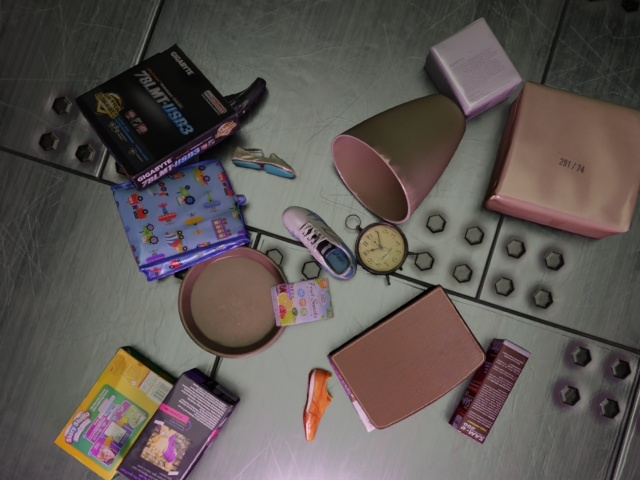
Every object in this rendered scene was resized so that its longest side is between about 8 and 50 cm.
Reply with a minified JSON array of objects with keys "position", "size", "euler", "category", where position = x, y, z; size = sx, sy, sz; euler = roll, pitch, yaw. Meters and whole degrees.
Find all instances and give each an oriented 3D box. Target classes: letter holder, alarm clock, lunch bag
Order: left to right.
[{"position":[-0.321,-0.062,1.865],"size":[0.293,0.138,0.220],"euler":[-20,77,-7],"category":"lunch bag"},{"position":[0.135,0.007,1.900],"size":[0.192,0.064,0.129],"euler":[44,87,3],"category":"alarm clock"},{"position":[0.201,0.272,1.788],"size":[0.302,0.152,0.214],"euler":[-33,85,-2],"category":"letter holder"}]

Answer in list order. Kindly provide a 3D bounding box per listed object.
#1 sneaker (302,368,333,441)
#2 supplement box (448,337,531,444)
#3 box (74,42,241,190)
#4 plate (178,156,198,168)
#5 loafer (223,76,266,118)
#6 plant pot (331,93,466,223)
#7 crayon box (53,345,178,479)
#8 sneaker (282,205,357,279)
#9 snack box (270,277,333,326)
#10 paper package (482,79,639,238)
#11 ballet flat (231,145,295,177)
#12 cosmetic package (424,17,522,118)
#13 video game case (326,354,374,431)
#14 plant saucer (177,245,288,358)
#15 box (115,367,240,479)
[{"position":[-0.005,0.399,1.866],"size":[0.068,0.064,0.175],"euler":[11,87,-8],"category":"sneaker"},{"position":[0.397,0.351,1.827],"size":[0.073,0.130,0.239],"euler":[29,84,3],"category":"supplement box"},{"position":[-0.392,-0.305,1.867],"size":[0.293,0.073,0.295],"euler":[-34,64,-12],"category":"box"},{"position":[-0.399,-0.205,1.953],"size":[0.188,0.024,0.188],"euler":[0,85,1],"category":"plate"},{"position":[-0.227,-0.332,1.935],"size":[0.078,0.076,0.223],"euler":[45,90,-3],"category":"loafer"},{"position":[0.211,-0.224,1.849],"size":[0.274,0.256,0.256],"euler":[-41,85,-18],"category":"plant pot"},{"position":[-0.486,0.414,1.863],"size":[0.165,0.081,0.278],"euler":[34,86,5],"category":"crayon box"},{"position":[0.000,0.000,1.894],"size":[0.237,0.086,0.085],"euler":[44,88,6],"category":"sneaker"},{"position":[-0.044,0.149,1.875],"size":[0.141,0.037,0.100],"euler":[-6,85,-26],"category":"snack box"},{"position":[0.593,-0.187,1.860],"size":[0.325,0.168,0.309],"euler":[16,85,4],"category":"paper package"},{"position":[-0.139,-0.202,1.933],"size":[0.168,0.057,0.052],"euler":[14,75,2],"category":"ballet flat"},{"position":[0.368,-0.411,1.894],"size":[0.152,0.151,0.183],"euler":[-30,86,-2],"category":"cosmetic package"},{"position":[0.164,0.316,1.879],"size":[0.232,0.042,0.210],"euler":[-30,84,-2],"category":"video game case"},{"position":[-0.210,0.150,1.905],"size":[0.278,0.041,0.277],"euler":[0,84,0],"category":"plant saucer"},{"position":[-0.328,0.452,1.813],"size":[0.143,0.165,0.270],"euler":[35,86,4],"category":"box"}]
